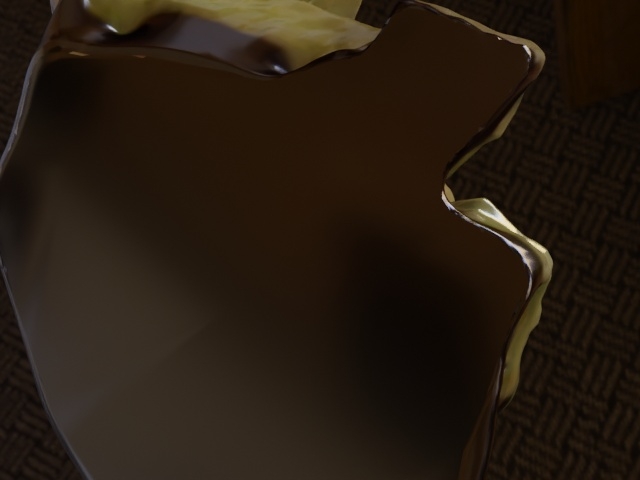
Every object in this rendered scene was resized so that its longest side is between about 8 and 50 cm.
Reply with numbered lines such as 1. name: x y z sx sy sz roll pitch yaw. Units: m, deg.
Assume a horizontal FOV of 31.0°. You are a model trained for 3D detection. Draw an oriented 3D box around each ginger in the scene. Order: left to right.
1. ginger: 0.000 0.000 0.708 0.358 0.211 0.414 -8 96 29
